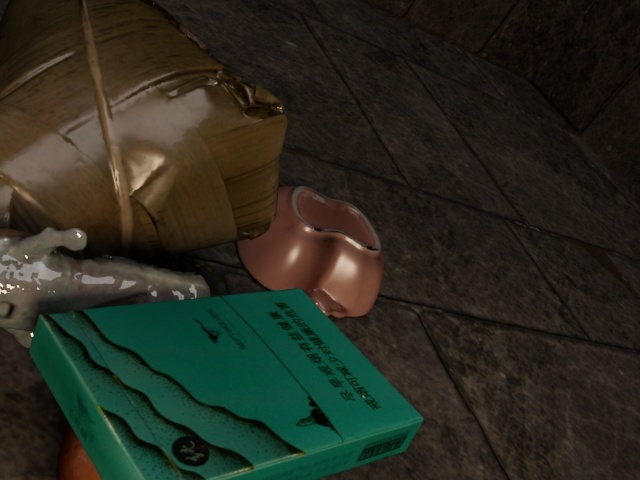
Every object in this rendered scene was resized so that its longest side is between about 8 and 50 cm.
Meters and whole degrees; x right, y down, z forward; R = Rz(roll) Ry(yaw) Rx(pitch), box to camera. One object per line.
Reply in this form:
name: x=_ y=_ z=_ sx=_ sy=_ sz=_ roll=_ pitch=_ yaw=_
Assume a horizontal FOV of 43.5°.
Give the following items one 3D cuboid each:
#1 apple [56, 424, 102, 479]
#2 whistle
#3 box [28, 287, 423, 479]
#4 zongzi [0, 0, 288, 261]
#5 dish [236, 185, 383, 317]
apple: x=-0.092 y=0.171 z=0.607 sx=0.201 sy=0.162 sz=0.201 roll=26 pitch=32 yaw=-17
whistle: x=-0.245 y=0.021 z=0.567 sx=0.346 sy=0.142 sz=0.134 roll=13 pitch=14 yaw=-31
box: x=-0.059 y=0.100 z=0.548 sx=0.226 sy=0.042 sz=0.161 roll=-3 pitch=36 yaw=-44
zongzi: x=-0.343 y=-0.150 z=0.820 sx=0.467 sy=0.218 sz=0.500 roll=-16 pitch=47 yaw=-39
dish: x=0.000 y=0.000 z=1.044 sx=0.213 sy=0.090 sz=0.213 roll=27 pitch=29 yaw=-16
